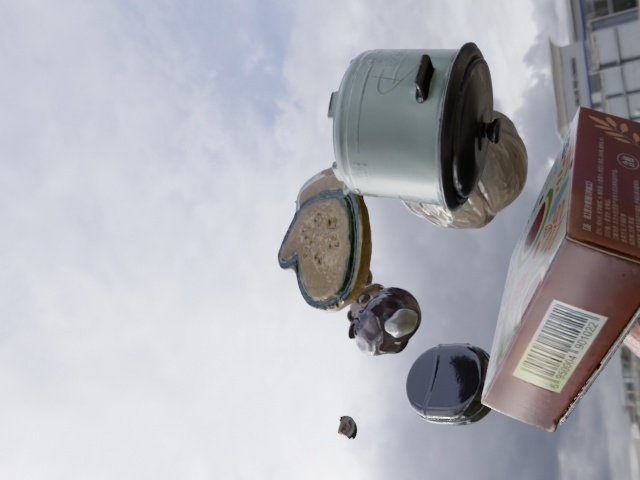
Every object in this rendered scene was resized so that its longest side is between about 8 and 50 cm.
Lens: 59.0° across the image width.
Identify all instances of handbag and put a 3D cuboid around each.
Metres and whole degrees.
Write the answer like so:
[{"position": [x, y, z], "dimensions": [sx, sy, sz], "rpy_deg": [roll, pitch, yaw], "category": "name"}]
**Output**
[{"position": [0.394, 0.429, 1.715], "dimensions": [0.093, 0.308, 0.254], "rpy_deg": [35, -122, -33], "category": "handbag"}]

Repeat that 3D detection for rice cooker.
[{"position": [0.153, -0.170, 0.844], "dimensions": [0.280, 0.226, 0.241], "rpy_deg": [49, -125, -58], "category": "rice cooker"}]

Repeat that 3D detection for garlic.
[{"position": [0.351, -0.158, 1.339], "dimensions": [0.317, 0.317, 0.259], "rpy_deg": [-44, -67, -54], "category": "garlic"}]

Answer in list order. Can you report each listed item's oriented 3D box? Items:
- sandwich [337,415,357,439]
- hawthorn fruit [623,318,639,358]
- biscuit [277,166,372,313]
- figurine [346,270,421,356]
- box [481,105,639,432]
[{"position": [0.095, 0.659, 1.990], "dimensions": [0.101, 0.069, 0.026], "rpy_deg": [-79, -17, -59], "category": "sandwich"}, {"position": [0.624, 0.116, 1.068], "dimensions": [0.211, 0.299, 0.211], "rpy_deg": [-38, -34, -32], "category": "hawthorn fruit"}, {"position": [-0.001, -0.001, 1.323], "dimensions": [0.057, 0.287, 0.344], "rpy_deg": [16, -114, -42], "category": "biscuit"}, {"position": [0.139, 0.160, 1.615], "dimensions": [0.218, 0.206, 0.365], "rpy_deg": [6, -140, -50], "category": "figurine"}, {"position": [0.387, 0.035, 0.885], "dimensions": [0.385, 0.122, 0.345], "rpy_deg": [-57, -18, -47], "category": "box"}]
